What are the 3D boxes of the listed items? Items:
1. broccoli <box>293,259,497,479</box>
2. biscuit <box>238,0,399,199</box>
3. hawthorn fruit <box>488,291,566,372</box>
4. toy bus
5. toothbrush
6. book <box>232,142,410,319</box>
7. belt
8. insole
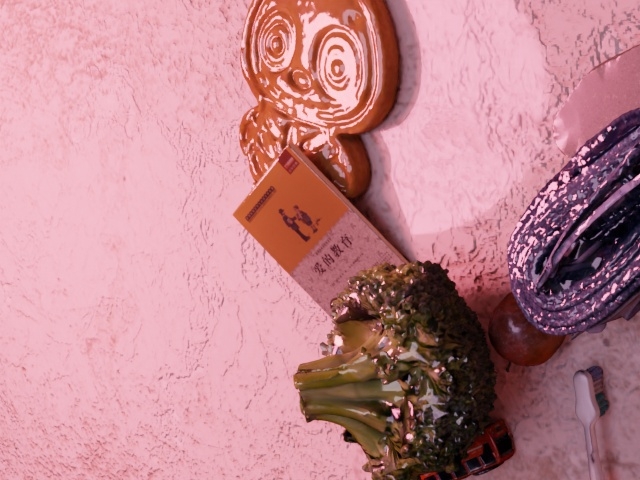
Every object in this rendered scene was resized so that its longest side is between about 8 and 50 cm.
[{"bbox_3d":[0.069,0.117,1.060,0.176,0.226,0.198,-26,69,18],"label":"broccoli"},{"bbox_3d":[-0.014,-0.140,1.199,0.202,0.044,0.288,31,118,36],"label":"biscuit"},{"bbox_3d":[0.176,0.084,1.054,0.067,0.067,0.103,57,159,20],"label":"hawthorn fruit"},{"bbox_3d":[0.134,0.203,1.132,0.110,0.031,0.043,-35,77,45],"label":"toy bus"},{"bbox_3d":[0.249,0.258,1.031,0.030,0.030,0.304,-5,95,45],"label":"toothbrush"},{"bbox_3d":[0.000,0.000,1.196,0.172,0.012,0.118,46,129,5],"label":"book"},{"bbox_3d":[0.230,-0.016,0.919,0.122,0.128,0.218,55,130,22],"label":"belt"},{"bbox_3d":[0.255,-0.127,0.953,0.192,0.010,0.063,-37,74,42],"label":"insole"}]
